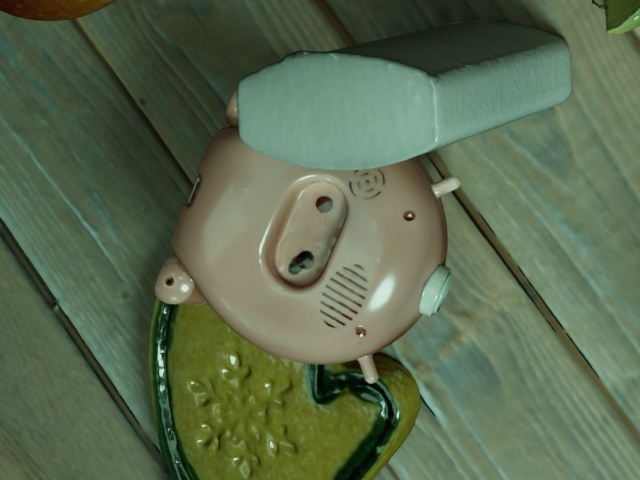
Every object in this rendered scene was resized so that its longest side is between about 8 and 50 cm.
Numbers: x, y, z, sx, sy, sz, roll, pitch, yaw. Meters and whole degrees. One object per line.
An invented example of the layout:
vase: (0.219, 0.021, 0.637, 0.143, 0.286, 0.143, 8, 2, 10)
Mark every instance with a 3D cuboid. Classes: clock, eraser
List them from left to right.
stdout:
clock: (0.000, 0.000, 1.437, 0.241, 0.142, 0.227, 25, 97, 14)
eraser: (0.074, -0.122, 1.311, 0.174, 0.270, 0.095, 3, 104, 29)

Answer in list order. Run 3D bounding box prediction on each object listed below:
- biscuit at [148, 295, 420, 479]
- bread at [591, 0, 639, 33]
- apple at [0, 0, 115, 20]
biscuit: (-0.040, 0.168, 1.570, 0.287, 0.057, 0.344, 0, 102, 30)
bread: (0.249, -0.214, 1.287, 0.084, 0.109, 0.080, -39, 84, 35)
apple: (-0.253, -0.342, 1.494, 0.251, 0.206, 0.272, -43, 81, 19)
